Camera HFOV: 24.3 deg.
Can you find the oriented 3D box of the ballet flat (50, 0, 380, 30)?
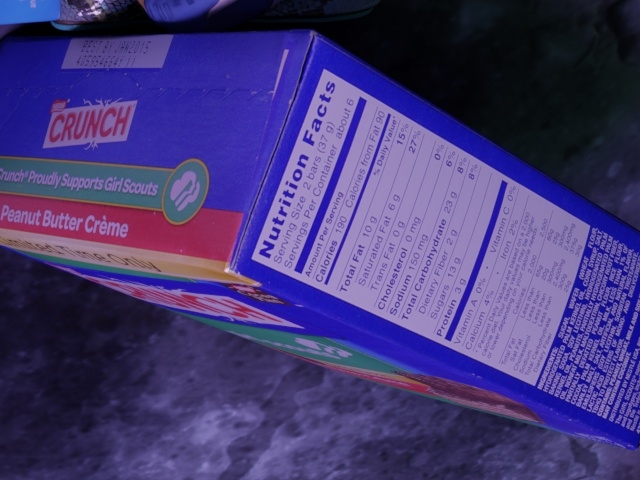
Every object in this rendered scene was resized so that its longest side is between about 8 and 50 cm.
[{"bbox_3d":[-0.053,-0.146,0.779,0.188,0.070,0.070,-7,139,-21],"label":"ballet flat"}]

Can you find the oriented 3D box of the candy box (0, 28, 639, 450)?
[{"bbox_3d":[0.000,0.000,0.808,0.317,0.268,0.122,26,79,-40],"label":"candy box"}]

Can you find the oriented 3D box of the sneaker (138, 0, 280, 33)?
[{"bbox_3d":[0.044,-0.190,0.713,0.296,0.112,0.131,-41,141,12],"label":"sneaker"}]

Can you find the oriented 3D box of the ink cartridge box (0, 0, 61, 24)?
[{"bbox_3d":[-0.223,-0.169,0.658,0.203,0.086,0.148,-8,139,-15],"label":"ink cartridge box"}]
